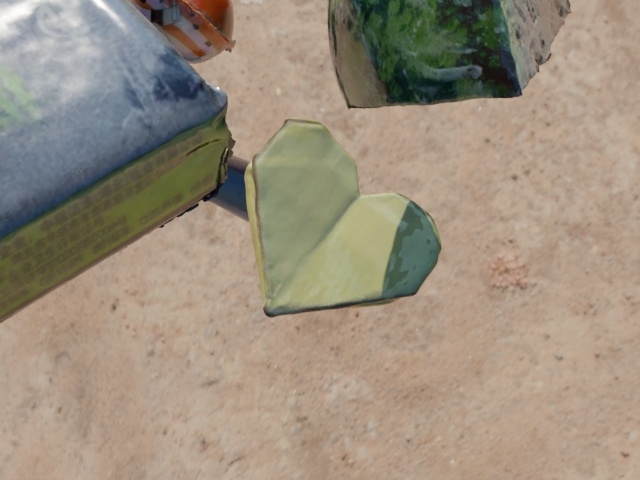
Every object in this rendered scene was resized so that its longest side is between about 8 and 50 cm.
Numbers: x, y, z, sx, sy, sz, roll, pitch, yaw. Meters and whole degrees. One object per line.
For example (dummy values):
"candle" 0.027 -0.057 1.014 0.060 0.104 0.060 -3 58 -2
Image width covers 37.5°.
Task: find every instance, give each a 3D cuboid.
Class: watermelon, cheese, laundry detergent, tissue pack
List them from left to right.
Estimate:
"tissue pack" -0.299 -0.060 0.638 0.394 0.124 0.288 -35 69 -23
"cheese" -0.238 -0.375 1.422 0.217 0.329 0.129 36 91 30
"laundry detergent" -0.219 -0.133 1.562 0.290 0.094 0.143 26 19 -31
"watermelon" 0.084 -0.194 0.703 0.176 0.260 0.256 27 72 -38

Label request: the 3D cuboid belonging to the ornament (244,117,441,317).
"ornament" 0.000 0.000 0.897 0.201 0.059 0.180 41 74 -7
